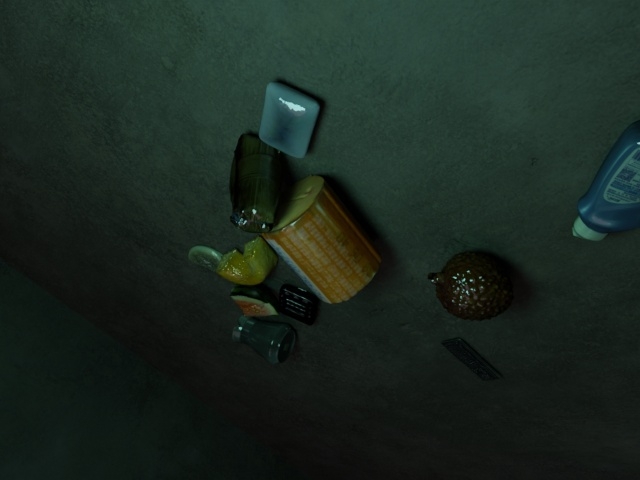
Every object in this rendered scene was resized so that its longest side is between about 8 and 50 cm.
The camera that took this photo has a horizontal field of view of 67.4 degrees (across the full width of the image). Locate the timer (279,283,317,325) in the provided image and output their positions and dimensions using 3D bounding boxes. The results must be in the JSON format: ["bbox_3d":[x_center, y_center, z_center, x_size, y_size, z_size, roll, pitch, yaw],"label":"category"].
[{"bbox_3d":[-0.081,0.235,1.775,0.144,0.055,0.187,23,145,10],"label":"timer"}]

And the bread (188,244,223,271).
[{"bbox_3d":[-0.414,0.071,1.803,0.193,0.036,0.112,24,140,5],"label":"bread"}]

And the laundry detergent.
[{"bbox_3d":[0.617,-0.101,0.971,0.143,0.094,0.289,17,143,5],"label":"laundry detergent"}]

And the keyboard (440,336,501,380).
[{"bbox_3d":[0.513,0.406,1.630,0.230,0.025,0.094,41,142,-15],"label":"keyboard"}]

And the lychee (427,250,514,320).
[{"bbox_3d":[0.392,0.118,1.260,0.238,0.200,0.200,18,142,-10],"label":"lychee"}]

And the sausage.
[{"bbox_3d":[0.000,0.000,1.325,0.233,0.233,0.287,-17,124,41],"label":"sausage"}]

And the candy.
[{"bbox_3d":[-0.080,-0.293,1.180,0.138,0.071,0.174,26,140,4],"label":"candy"}]

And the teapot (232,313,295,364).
[{"bbox_3d":[-0.226,0.397,1.965,0.225,0.171,0.203,18,171,23],"label":"teapot"}]

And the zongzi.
[{"bbox_3d":[-0.193,-0.096,1.311,0.139,0.286,0.300,10,145,-17],"label":"zongzi"}]

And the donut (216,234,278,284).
[{"bbox_3d":[-0.241,0.088,1.681,0.152,0.101,0.259,40,136,-23],"label":"donut"}]

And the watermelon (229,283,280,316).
[{"bbox_3d":[-0.247,0.199,1.741,0.193,0.137,0.145,32,155,42],"label":"watermelon"}]
